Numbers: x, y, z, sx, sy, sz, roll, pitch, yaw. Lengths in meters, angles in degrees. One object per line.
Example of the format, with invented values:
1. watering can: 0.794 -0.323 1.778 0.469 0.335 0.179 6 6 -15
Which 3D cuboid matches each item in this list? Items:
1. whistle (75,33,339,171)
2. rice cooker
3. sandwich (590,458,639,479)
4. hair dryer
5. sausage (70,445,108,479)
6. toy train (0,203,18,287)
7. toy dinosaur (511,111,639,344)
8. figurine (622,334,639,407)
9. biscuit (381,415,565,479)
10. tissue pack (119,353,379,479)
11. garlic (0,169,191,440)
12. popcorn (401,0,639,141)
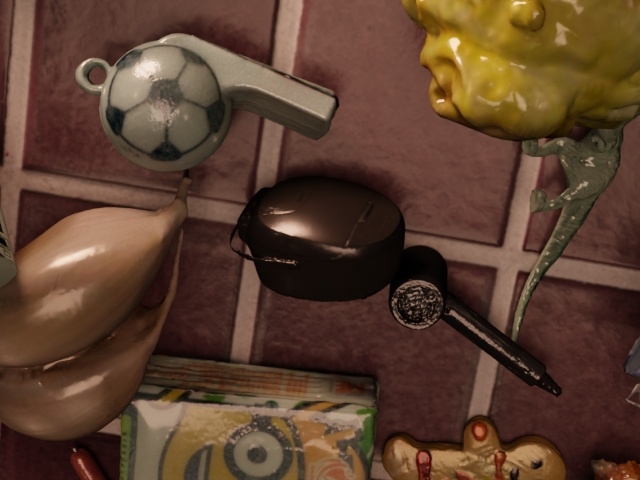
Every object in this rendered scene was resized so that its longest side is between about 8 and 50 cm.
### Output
1. whistle: -0.140 -0.139 1.366 0.290 0.163 0.163 22 107 -2
2. rice cooker: -0.001 -0.001 1.400 0.203 0.142 0.118 9 128 23
3. sandwich: 0.437 0.387 1.495 0.162 0.250 0.301 -39 93 -30
4. hair dryer: 0.188 0.110 1.425 0.255 0.128 0.070 37 106 -3
5. sausage: -0.268 0.360 1.586 0.029 0.029 0.223 -27 103 11
6. toy train: -0.422 -0.124 1.342 0.086 0.088 0.407 -31 59 14
7. toy dinosaur: 0.268 -0.052 1.406 0.129 0.076 0.383 20 116 -24
8. figurine: 0.541 0.212 1.379 0.388 0.248 0.276 37 78 4
9. biscuit: 0.195 0.299 1.541 0.234 0.030 0.153 -4 108 5
10. tissue pack: -0.089 0.273 1.498 0.311 0.128 0.228 5 107 2
11. garlic: -0.266 0.092 1.396 0.340 0.246 0.231 -27 104 10
12. popcorn: 0.216 -0.257 1.250 0.312 0.312 0.312 1 107 3
